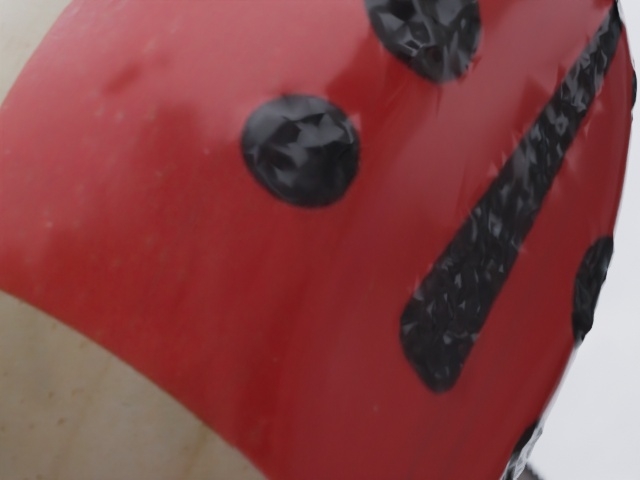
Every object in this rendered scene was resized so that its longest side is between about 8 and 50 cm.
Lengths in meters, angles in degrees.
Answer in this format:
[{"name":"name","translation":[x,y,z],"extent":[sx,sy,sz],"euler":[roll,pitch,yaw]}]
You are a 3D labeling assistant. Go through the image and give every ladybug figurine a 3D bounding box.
[{"name":"ladybug figurine","translation":[0.000,0.000,0.679],"extent":[0.162,0.449,0.305],"euler":[1,-39,41]}]
